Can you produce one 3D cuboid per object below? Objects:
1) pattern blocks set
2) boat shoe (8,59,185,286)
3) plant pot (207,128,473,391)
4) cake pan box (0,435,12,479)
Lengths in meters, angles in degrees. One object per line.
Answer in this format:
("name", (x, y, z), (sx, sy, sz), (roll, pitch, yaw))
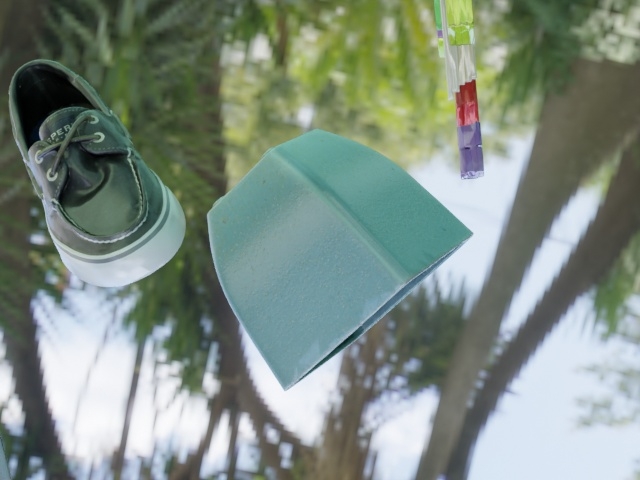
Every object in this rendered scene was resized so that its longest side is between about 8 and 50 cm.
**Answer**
("pattern blocks set", (0.092, -0.204, 1.217), (0.026, 0.325, 0.285), (-4, -168, 5))
("boat shoe", (-0.149, -0.053, 1.065), (0.080, 0.076, 0.228), (-30, -146, -1))
("plant pot", (0.000, 0.000, 2.246), (0.252, 0.247, 0.248), (49, -152, 6))
("cake pan box", (-0.413, 0.275, 1.592), (0.266, 0.246, 0.070), (-13, 167, -26))
